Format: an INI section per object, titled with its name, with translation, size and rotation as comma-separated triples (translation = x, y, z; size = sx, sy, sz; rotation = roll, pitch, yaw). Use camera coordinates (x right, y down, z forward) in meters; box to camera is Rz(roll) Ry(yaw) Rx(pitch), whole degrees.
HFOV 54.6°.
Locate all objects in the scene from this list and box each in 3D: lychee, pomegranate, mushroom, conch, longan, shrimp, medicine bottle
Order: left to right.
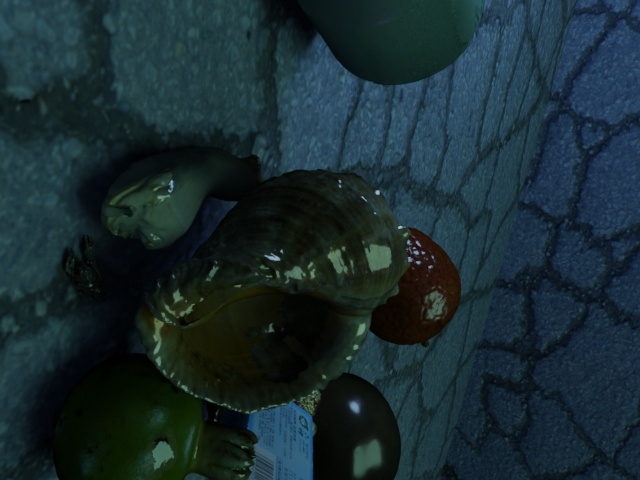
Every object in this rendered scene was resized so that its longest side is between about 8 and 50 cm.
[shrimp]
translation = -0.267, 0.037, 0.704
size = 0.038, 0.029, 0.092
rotation = -31, 130, -39
[pomegranate]
translation = -0.198, 0.236, 0.746
size = 0.202, 0.247, 0.202
rotation = -166, -90, -87
[mushroom]
translation = -0.158, -0.066, 0.753
size = 0.099, 0.096, 0.278
rotation = -52, 174, 28
[conch]
translation = -0.061, 0.056, 0.781
size = 0.352, 0.210, 0.297
rotation = -6, 112, -22
[longan]
translation = 0.054, 0.438, 1.362
size = 0.300, 0.243, 0.300
rotation = -169, -90, -81
[medicine bottle]
translation = 0.070, -0.372, 0.788
size = 0.245, 0.245, 0.290
rotation = -66, 154, -5
[lychee]
translation = 0.196, 0.110, 1.371
size = 0.300, 0.255, 0.255
rotation = 49, 61, -25

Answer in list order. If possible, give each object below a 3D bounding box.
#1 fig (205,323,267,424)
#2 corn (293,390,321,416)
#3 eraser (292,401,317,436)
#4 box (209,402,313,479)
[fig]
translation = -0.129, 0.187, 0.917
size = 0.170, 0.145, 0.274
rotation = 60, 41, -56
[corn]
translation = -0.104, 0.384, 1.181
size = 0.290, 0.098, 0.098
rotation = -50, 148, -25
[eraser]
translation = -0.098, 0.324, 1.093
size = 0.172, 0.058, 0.117
rotation = 49, 60, -21
[box]
translation = -0.085, 0.339, 0.941
size = 0.083, 0.232, 0.142
rotation = -39, 117, 21
